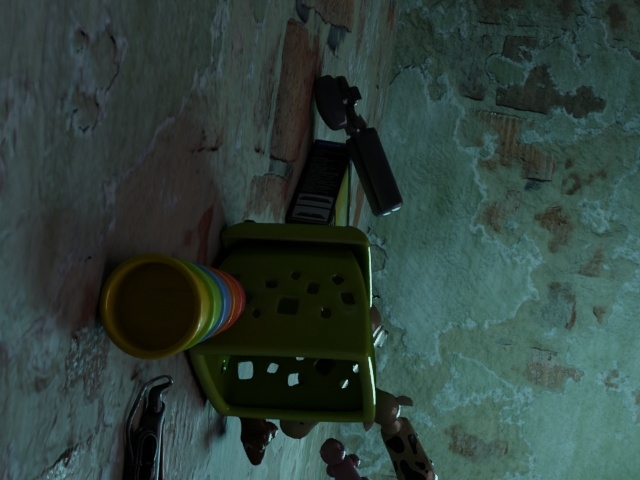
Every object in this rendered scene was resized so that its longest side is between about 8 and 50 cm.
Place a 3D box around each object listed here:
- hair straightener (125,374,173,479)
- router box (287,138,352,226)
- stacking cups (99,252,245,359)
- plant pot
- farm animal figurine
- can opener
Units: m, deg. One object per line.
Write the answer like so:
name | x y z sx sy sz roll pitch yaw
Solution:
hair straightener | -0.180 0.256 1.019 0.089 0.047 0.231 -34 132 -79
router box | 0.000 0.000 1.866 0.243 0.081 0.309 -74 169 -46
stacking cups | -0.137 0.072 1.003 0.316 0.096 0.096 47 52 -83
plant pot | -0.035 0.103 1.282 0.228 0.227 0.207 82 12 -59
farm animal figurine | 0.025 0.224 1.422 0.172 0.330 0.327 50 50 -75
can opener | 0.066 -0.175 1.793 0.280 0.093 0.074 66 -25 1
